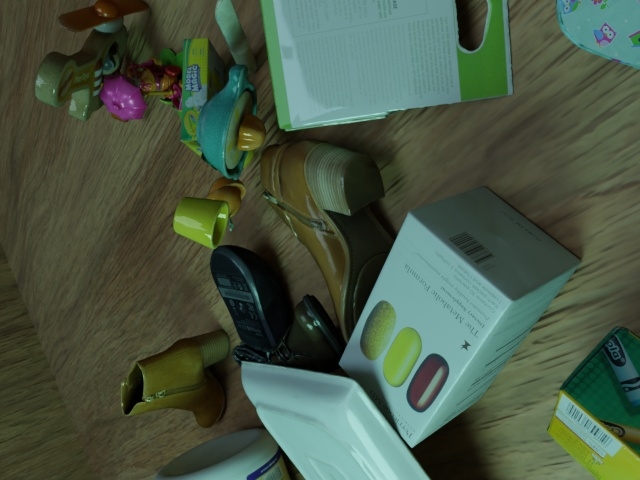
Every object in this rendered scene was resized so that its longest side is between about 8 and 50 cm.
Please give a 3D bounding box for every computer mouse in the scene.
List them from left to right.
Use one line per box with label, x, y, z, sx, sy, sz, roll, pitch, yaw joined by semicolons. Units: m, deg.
computer mouse;-0.108;0.118;1.030;0.188;0.072;0.272;11;124;45

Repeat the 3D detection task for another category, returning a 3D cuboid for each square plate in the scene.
square plate;0.038;0.318;0.823;0.347;0.049;0.344;55;153;-11

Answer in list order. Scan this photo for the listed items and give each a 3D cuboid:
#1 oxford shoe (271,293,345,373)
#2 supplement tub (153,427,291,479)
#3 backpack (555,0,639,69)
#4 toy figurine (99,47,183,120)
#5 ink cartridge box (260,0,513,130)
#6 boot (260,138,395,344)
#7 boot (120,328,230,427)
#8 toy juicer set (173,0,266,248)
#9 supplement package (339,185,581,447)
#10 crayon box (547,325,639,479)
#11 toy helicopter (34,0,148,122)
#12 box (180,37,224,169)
oxford shoe;-0.021;0.152;0.842;0.083;0.096;0.227;57;164;29
supplement tub;-0.145;0.545;1.097;0.241;0.241;0.331;-22;87;51
backpack;0.267;-0.181;0.423;0.182;0.115;0.152;38;133;38
toy figurine;-0.305;-0.267;1.032;0.173;0.159;0.130;49;136;27
ink cartridge box;0.073;-0.233;0.663;0.255;0.097;0.189;-4;103;16
boot;0.000;0.000;0.825;0.220;0.109;0.283;19;130;53
boot;-0.300;0.311;1.212;0.104;0.211;0.295;42;133;33
toy juicer set;-0.113;-0.162;0.862;0.089;0.209;0.329;14;104;6
supplement package;0.141;0.086;0.661;0.139;0.134;0.244;45;134;30
crayon box;0.322;0.210;0.475;0.278;0.081;0.165;43;170;31
toy helicopter;-0.402;-0.316;1.046;0.355;0.140;0.235;-93;28;-67
box;-0.179;-0.204;0.920;0.105;0.043;0.179;50;-142;-83
